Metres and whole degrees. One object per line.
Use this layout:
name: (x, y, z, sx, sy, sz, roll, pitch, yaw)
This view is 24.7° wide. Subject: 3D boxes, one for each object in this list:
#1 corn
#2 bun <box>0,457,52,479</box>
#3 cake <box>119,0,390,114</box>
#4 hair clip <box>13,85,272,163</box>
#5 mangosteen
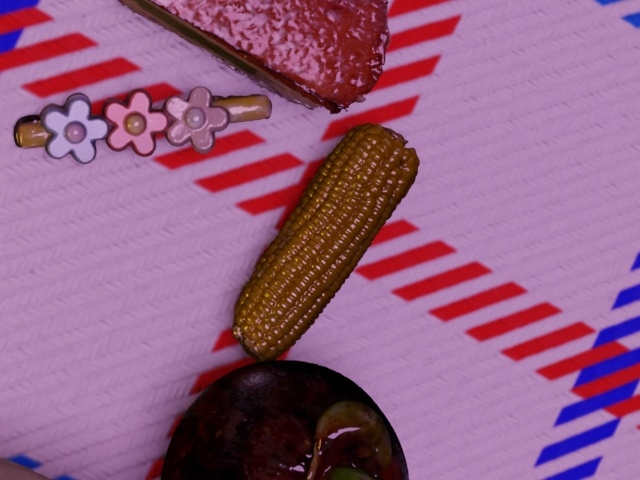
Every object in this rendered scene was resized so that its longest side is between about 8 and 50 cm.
corn: (0.000, 0.000, 1.257, 0.080, 0.080, 0.231, 39, 82, -17)
bun: (-0.244, 0.336, 1.084, 0.361, 0.213, 0.361, 2, 80, -10)
cake: (-0.056, -0.159, 1.223, 0.220, 0.086, 0.117, -5, 93, -20)
hair clip: (-0.144, -0.098, 1.212, 0.213, 0.056, 0.062, -9, 96, -18)
mangosteen: (-0.023, 0.213, 1.194, 0.216, 0.216, 0.216, -1, 94, -19)
